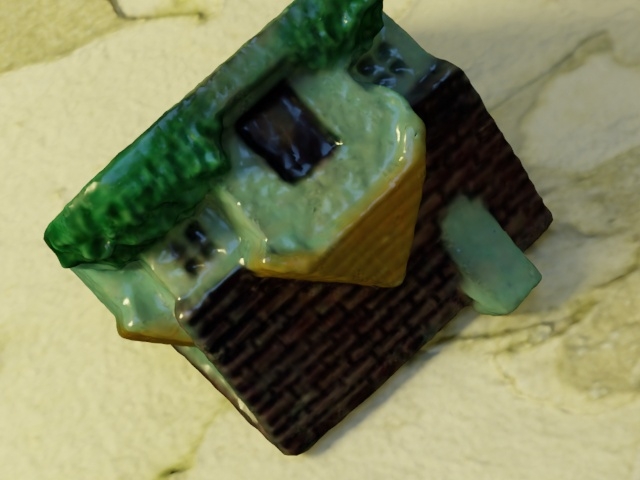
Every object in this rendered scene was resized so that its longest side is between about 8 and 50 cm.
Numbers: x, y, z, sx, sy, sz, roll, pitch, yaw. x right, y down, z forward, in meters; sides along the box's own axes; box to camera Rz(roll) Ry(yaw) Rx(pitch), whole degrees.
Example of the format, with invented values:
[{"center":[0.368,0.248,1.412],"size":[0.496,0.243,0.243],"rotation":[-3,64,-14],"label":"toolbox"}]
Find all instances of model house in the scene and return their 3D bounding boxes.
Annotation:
[{"center":[0.000,0.000,1.289],"size":[0.280,0.230,0.249],"rotation":[-43,90,-10],"label":"model house"}]
